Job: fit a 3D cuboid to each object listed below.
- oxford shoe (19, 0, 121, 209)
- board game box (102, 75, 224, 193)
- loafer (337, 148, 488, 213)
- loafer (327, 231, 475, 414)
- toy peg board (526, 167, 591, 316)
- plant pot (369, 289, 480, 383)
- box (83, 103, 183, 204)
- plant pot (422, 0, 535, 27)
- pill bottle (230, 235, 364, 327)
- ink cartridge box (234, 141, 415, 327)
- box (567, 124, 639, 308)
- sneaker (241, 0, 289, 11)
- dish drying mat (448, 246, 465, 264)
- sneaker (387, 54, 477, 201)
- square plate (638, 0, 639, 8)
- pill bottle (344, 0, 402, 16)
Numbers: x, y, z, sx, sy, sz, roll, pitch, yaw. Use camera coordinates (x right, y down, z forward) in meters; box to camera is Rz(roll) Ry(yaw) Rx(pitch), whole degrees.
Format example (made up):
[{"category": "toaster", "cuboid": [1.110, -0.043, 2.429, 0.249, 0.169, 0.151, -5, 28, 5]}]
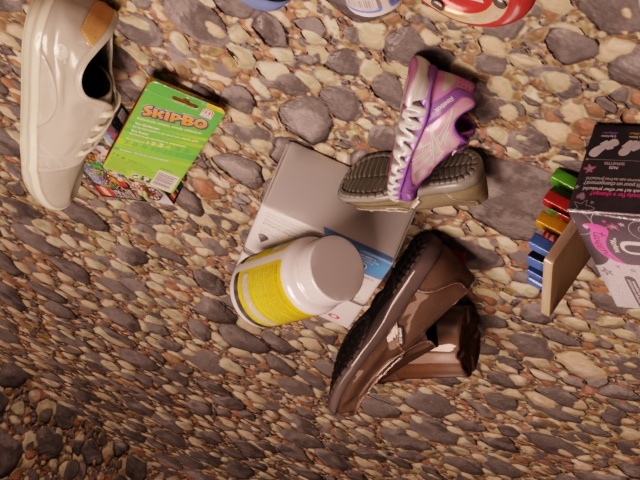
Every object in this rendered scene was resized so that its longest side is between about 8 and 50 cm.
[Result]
[{"category": "oxford shoe", "cuboid": [-0.367, -0.192, 1.994, 0.130, 0.169, 0.449, 15, 141, 0]}, {"category": "board game box", "cuboid": [-0.244, -0.166, 2.078, 0.124, 0.039, 0.259, 21, 148, -15]}, {"category": "loafer", "cuboid": [0.135, -0.072, 1.935, 0.251, 0.094, 0.087, 0, 142, 39]}, {"category": "loafer", "cuboid": [0.129, 0.161, 2.171, 0.130, 0.134, 0.366, 28, 119, -9]}, {"category": "toy peg board", "cuboid": [0.328, -0.006, 1.849, 0.079, 0.161, 0.161, 30, 159, 22]}, {"category": "plant pot", "cuboid": [0.183, 0.172, 2.313, 0.165, 0.167, 0.167, 2, 148, 24]}, {"category": "box", "cuboid": [-0.352, -0.148, 2.240, 0.159, 0.044, 0.233, 7, 150, 29]}, {"category": "plant pot", "cuboid": [0.163, -0.320, 1.305, 0.191, 0.174, 0.191, 31, 160, 13]}, {"category": "pill bottle", "cuboid": [-0.035, 0.060, 2.002, 0.119, 0.119, 0.208, 35, 151, -24]}, {"category": "ink cartridge box", "cuboid": [0.000, 0.000, 2.144, 0.223, 0.129, 0.307, 23, 154, -2]}, {"category": "box", "cuboid": [0.441, -0.021, 1.729, 0.163, 0.142, 0.247, 5, 149, 32]}, {"category": "sneaker", "cuboid": [-0.098, -0.355, 1.486, 0.232, 0.081, 0.090, 47, 153, -22]}, {"category": "dish drying mat", "cuboid": [0.221, 0.034, 2.173, 0.032, 0.008, 0.083, 16, 153, 14]}, {"category": "sneaker", "cuboid": [0.150, -0.135, 1.774, 0.104, 0.095, 0.236, 9, 137, -2]}, {"category": "square plate", "cuboid": [0.466, -0.269, 1.332, 0.344, 0.049, 0.347, 7, 151, 30]}, {"category": "pill bottle", "cuboid": [0.049, -0.328, 1.524, 0.078, 0.078, 0.137, 11, 152, 23]}]
